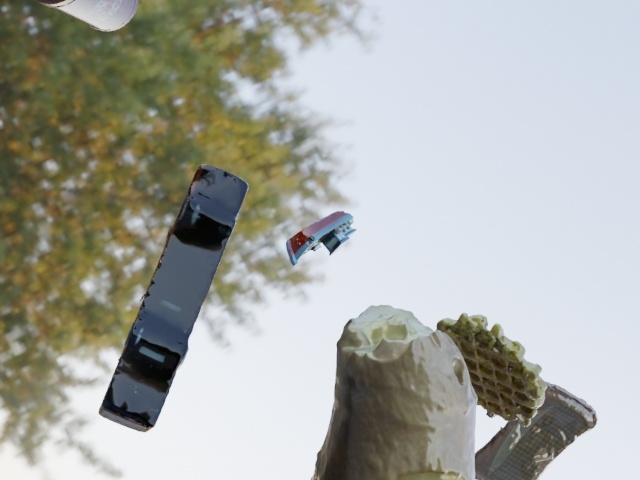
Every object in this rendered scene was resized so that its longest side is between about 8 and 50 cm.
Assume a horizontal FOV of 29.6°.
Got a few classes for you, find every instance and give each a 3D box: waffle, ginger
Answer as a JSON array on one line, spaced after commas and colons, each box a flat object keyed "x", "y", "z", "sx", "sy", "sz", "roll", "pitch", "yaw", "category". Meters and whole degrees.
[{"x": 0.224, "y": 0.173, "z": 1.640, "sx": 0.191, "sy": 0.038, "sz": 0.191, "roll": 32, "pitch": -33, "yaw": 24, "category": "waffle"}, {"x": 0.058, "y": 0.176, "z": 1.071, "sx": 0.221, "sy": 0.130, "sz": 0.275, "roll": -108, "pitch": -148, "yaw": -42, "category": "ginger"}]

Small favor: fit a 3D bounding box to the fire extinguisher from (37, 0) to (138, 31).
[{"x": -0.348, "y": -0.387, "z": 1.778, "sx": 0.337, "sy": 0.147, "sz": 0.106, "roll": -9, "pitch": 94, "yaw": -81, "category": "fire extinguisher"}]

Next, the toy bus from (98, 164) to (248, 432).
[{"x": -0.213, "y": 0.080, "z": 1.772, "sx": 0.093, "sy": 0.409, "sz": 0.092, "roll": 24, "pitch": -24, "yaw": -8, "category": "toy bus"}]

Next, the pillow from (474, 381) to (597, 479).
[{"x": 0.329, "y": 0.313, "z": 1.888, "sx": 0.135, "sy": 0.211, "sz": 0.034, "roll": 31, "pitch": 20, "yaw": -18, "category": "pillow"}]

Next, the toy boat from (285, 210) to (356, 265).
[{"x": 0.000, "y": 0.000, "z": 2.178, "sx": 0.059, "sy": 0.173, "sz": 0.069, "roll": 53, "pitch": -43, "yaw": 9, "category": "toy boat"}]
